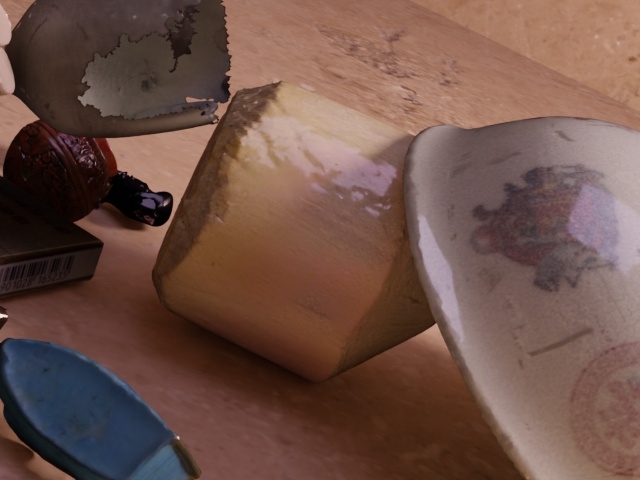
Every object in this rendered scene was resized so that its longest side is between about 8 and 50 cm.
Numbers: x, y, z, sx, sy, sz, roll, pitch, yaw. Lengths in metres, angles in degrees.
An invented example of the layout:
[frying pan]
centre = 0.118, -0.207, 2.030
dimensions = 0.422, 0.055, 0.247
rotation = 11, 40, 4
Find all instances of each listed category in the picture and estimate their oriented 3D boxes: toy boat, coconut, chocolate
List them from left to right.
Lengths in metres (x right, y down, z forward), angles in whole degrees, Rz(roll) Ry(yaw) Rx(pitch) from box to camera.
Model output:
[toy boat]
centre = -0.168, 0.127, 1.173
dimensions = 0.185, 0.077, 0.075
rotation = 32, 64, 26
[chocolate]
centre = -0.207, -0.054, 1.616
dimensions = 0.147, 0.070, 0.072
rotation = 39, 13, 14
[coconut]
centre = 0.000, 0.000, 1.423
dimensions = 0.244, 0.239, 0.239
rotation = 25, 20, -7

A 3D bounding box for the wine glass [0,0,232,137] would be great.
[wine glass]
centre = -0.235, -0.147, 1.380
dimensions = 0.321, 0.143, 0.143
rotation = -4, 17, 11

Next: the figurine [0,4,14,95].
[figurine]
centre = -0.371, -0.113, 1.270
dimensions = 0.256, 0.182, 0.144
rotation = -13, 17, 16

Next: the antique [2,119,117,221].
[antique]
centre = -0.241, -0.063, 1.530
dimensions = 0.104, 0.104, 0.104
rotation = 19, 20, -7

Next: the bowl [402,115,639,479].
[bowl]
centre = 0.271, 0.049, 1.340
dimensions = 0.435, 0.196, 0.435
rotation = 44, 28, -30

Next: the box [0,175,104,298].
[box]
centre = -0.344, -0.005, 1.347
dimensions = 0.180, 0.047, 0.325
rotation = 31, 21, 25

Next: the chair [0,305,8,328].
[chair]
centre = -0.368, 0.010, 1.022
dimensions = 0.319, 0.160, 0.186
rotation = 10, 49, -53
